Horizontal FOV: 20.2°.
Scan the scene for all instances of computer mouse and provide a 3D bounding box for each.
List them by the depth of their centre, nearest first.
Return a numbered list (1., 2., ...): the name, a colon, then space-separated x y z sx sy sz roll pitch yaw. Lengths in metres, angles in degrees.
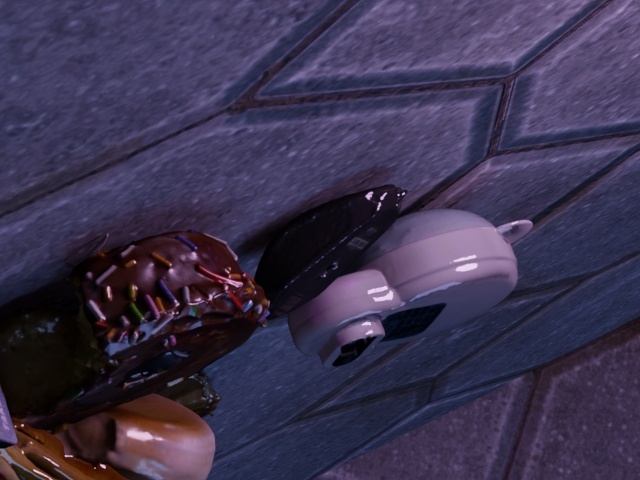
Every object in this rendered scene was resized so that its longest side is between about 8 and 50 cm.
1. computer mouse: 0.000 0.000 1.553 0.172 0.057 0.099 -41 162 7

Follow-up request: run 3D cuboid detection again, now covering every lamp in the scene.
1. lamp: 0.077 0.038 1.713 0.246 0.108 0.179 -19 160 -24

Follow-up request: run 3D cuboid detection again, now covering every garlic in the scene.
1. garlic: -0.202 0.183 1.597 0.217 0.110 0.228 9 -178 5

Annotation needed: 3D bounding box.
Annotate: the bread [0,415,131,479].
1. bread: -0.296 0.263 1.445 0.370 0.191 0.314 -2 148 44

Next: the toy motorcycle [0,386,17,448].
1. toy motorcycle: -0.353 0.096 1.095 0.213 0.125 0.358 -28 159 12

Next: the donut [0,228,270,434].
1. donut: -0.152 0.064 1.415 0.216 0.096 0.230 -17 163 -38

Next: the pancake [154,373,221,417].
1. pancake: -0.206 0.210 1.921 0.212 0.056 0.257 -26 166 -4
